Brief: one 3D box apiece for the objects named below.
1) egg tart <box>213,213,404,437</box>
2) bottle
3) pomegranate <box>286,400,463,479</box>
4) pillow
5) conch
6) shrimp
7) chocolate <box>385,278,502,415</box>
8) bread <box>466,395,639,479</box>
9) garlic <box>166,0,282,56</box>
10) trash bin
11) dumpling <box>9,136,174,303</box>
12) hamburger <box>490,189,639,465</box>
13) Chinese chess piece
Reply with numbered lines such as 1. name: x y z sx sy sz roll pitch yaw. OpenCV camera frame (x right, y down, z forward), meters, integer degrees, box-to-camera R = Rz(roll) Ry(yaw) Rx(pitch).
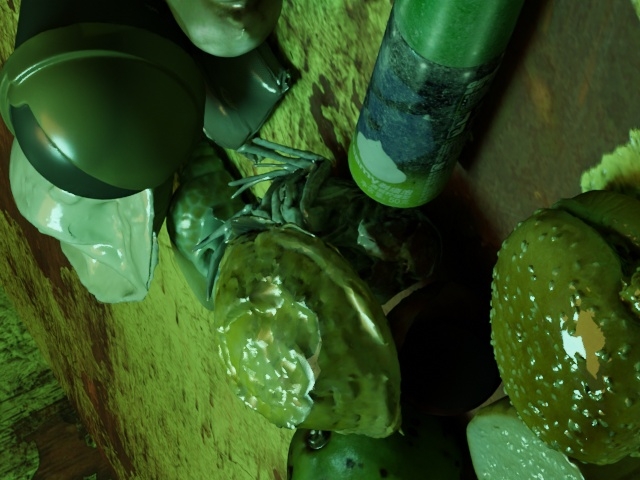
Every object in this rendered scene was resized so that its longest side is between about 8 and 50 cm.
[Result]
1. egg tart: -0.027 0.092 1.437 0.252 0.098 0.232 46 145 24
2. bottle: 0.090 -0.137 1.230 0.093 0.093 0.330 58 160 18
3. pomegranate: 0.075 0.260 1.680 0.248 0.202 0.202 42 174 -31
4. pillow: -0.104 -0.182 1.740 0.169 0.059 0.255 64 162 9
5. conch: -0.126 -0.017 1.954 0.173 0.106 0.116 41 147 17
6. shrimp: 0.002 -0.002 1.564 0.411 0.166 0.221 0 113 56
7. chocolate: 0.106 0.090 1.452 0.133 0.124 0.127 -91 -19 -62
8. bread: 0.223 0.231 1.392 0.236 0.070 0.236 51 156 33
9. garlic: -0.110 -0.315 1.466 0.325 0.132 0.279 26 139 65
10. trash bin: -0.229 -0.188 1.667 0.214 0.214 0.333 92 172 -54
11. dumpling: -0.260 -0.083 2.017 0.315 0.233 0.395 53 143 35
12. hamburger: 0.202 0.062 1.149 0.189 0.122 0.215 58 158 23
13. Chinese chess piece: -0.149 0.024 2.127 0.144 0.058 0.144 54 160 31
